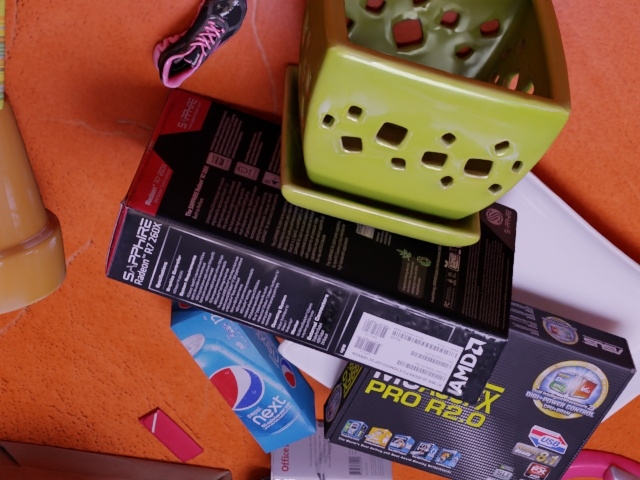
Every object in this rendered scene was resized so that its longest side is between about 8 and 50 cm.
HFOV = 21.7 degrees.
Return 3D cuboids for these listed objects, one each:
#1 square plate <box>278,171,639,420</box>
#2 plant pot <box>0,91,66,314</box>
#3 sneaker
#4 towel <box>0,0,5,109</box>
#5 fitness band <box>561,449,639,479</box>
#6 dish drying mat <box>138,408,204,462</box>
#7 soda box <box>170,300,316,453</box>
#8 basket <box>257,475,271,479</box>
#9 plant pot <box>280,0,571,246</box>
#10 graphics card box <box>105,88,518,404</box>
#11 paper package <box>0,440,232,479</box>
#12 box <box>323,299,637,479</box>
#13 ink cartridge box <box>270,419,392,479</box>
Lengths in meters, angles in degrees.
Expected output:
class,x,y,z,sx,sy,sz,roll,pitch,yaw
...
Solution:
class,x,y,z,sx,sy,sz,roll,pitch,yaw
square plate,0.192,0.098,1.814,0.347,0.049,0.344,36,117,-25
plant pot,-0.355,-0.046,1.613,0.205,0.205,0.188,-2,110,-1
sneaker,-0.113,-0.188,1.590,0.047,0.057,0.119,37,116,-23
towel,-0.334,-0.236,1.512,0.102,0.021,0.237,2,100,-10
fitness band,0.340,0.356,2.009,0.291,0.054,0.209,30,122,-21
dish drying mat,-0.171,0.224,1.916,0.032,0.008,0.083,-31,121,18
soda box,-0.082,0.131,1.812,0.067,0.071,0.210,-25,123,15
basket,-0.028,0.416,1.941,0.204,0.154,0.227,24,110,-2
plant pot,0.079,-0.133,1.541,0.228,0.227,0.207,15,129,-12
graphics card box,0.000,0.000,1.590,0.371,0.233,0.094,18,123,-4
paper package,-0.271,0.419,1.950,0.309,0.168,0.325,8,122,-10
box,0.166,0.160,1.790,0.270,0.060,0.216,19,123,-15
ink cartridge box,0.010,0.255,1.890,0.135,0.099,0.056,2,127,-3
